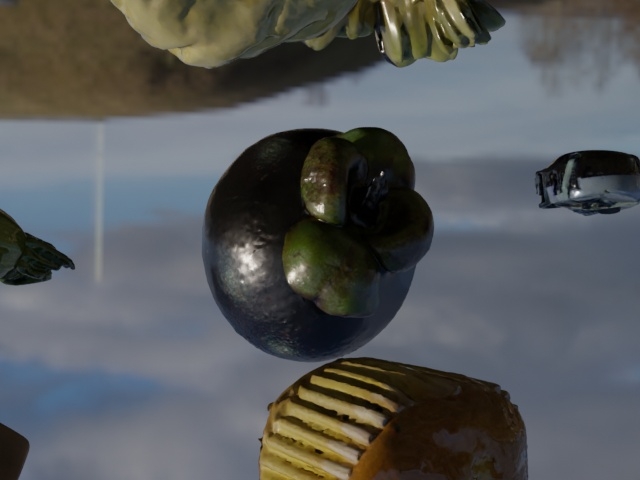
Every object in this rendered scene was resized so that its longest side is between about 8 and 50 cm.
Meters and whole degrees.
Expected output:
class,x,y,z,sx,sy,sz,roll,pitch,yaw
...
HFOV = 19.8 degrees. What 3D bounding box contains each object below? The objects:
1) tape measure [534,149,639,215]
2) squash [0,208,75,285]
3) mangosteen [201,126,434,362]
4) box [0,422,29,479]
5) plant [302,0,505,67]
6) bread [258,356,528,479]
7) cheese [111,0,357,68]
class,x,y,z,sx,sy,sz,roll,pitch,yaw
tape measure,0.247,-0.053,1.670,0.091,0.054,0.094,8,167,-34
squash,-0.331,-0.012,1.347,0.341,0.094,0.094,8,-177,-30
mangosteen,0.000,0.000,1.695,0.243,0.243,0.243,2,-173,0
box,-0.219,0.107,1.021,0.115,0.048,0.025,32,144,-17
plant,0.035,-0.322,1.842,0.261,0.297,0.306,-20,146,6
bread,0.065,0.237,1.378,0.204,0.288,0.156,-6,-167,-39
cheese,-0.049,-0.225,1.150,0.214,0.226,0.117,47,-178,-26
